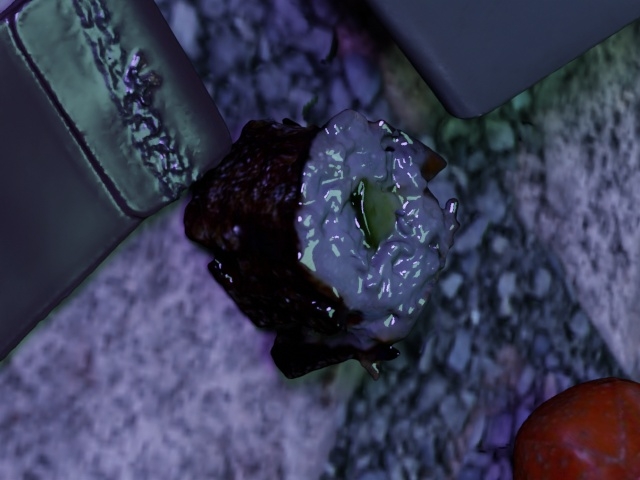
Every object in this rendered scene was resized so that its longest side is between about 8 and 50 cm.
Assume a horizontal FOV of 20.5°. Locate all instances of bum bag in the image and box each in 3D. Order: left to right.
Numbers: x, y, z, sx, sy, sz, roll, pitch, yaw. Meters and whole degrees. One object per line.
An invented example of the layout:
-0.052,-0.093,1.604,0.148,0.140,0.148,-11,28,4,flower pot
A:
-0.108,-0.033,0.691,0.159,0.026,0.109,-48,121,-28,bum bag

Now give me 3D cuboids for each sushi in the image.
0.000,-0.002,0.749,0.094,0.084,0.098,38,65,-33,sushi

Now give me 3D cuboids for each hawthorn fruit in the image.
0.153,0.128,0.868,0.128,0.128,0.128,-3,94,-41,hawthorn fruit

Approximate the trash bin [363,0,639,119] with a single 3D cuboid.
0.052,-0.191,0.722,0.164,0.122,0.240,-33,124,11,trash bin
